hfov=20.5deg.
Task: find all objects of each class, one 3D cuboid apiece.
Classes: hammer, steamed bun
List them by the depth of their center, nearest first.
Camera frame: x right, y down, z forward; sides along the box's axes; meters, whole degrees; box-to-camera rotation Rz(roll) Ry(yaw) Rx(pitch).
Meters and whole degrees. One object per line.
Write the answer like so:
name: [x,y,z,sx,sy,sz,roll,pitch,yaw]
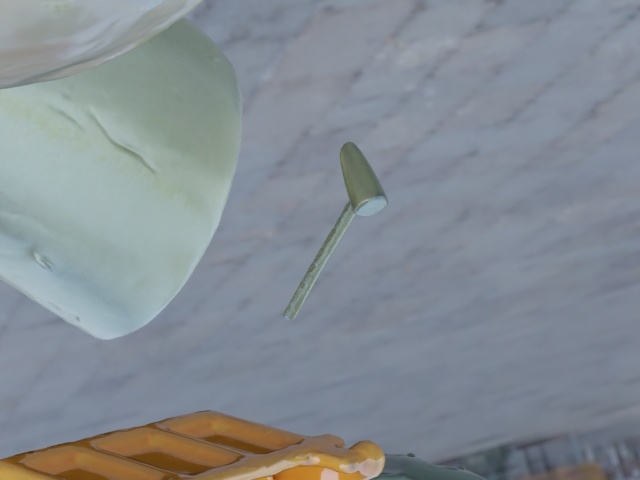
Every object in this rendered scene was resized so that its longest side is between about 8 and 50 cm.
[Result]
hammer: [0.000,0.000,1.430,0.028,0.060,0.195,-7,148,-30]
steamed bun: [-0.274,-0.134,1.596,0.371,0.290,0.456,36,177,-26]

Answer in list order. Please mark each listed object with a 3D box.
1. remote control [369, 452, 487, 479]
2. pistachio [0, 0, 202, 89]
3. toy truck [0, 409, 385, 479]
remote control: [0.039,0.207,1.448,0.128,0.065,0.335,14,170,-19]
pistachio: [-0.194,-0.179,0.838,0.321,0.229,0.238,-4,133,1]
toy truck: [-0.058,0.184,0.490,0.135,0.270,0.114,11,-168,38]
